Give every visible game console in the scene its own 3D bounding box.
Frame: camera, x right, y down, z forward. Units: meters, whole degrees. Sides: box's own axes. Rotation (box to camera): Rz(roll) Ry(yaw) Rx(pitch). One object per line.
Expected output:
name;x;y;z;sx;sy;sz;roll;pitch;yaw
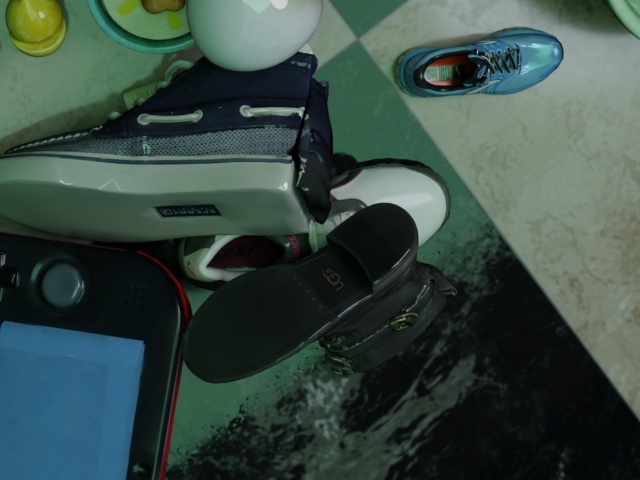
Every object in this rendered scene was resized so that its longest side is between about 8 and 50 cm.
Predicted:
game console;-0.302;0.185;1.632;0.342;0.060;0.386;8;86;10

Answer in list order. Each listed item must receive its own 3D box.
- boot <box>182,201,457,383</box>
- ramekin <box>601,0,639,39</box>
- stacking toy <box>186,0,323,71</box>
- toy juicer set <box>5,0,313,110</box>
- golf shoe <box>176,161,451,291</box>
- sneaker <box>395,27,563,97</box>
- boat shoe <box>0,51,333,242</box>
boot;0.010;0.083;1.662;0.263;0.229;0.091;-30;66;-4
ramekin;0.338;-0.331;1.605;0.303;0.148;0.303;-13;122;-22
stacking toy;0.035;-0.322;1.451;0.351;0.350;0.480;37;118;-12
toy juicer set;-0.175;-0.212;1.613;0.209;0.089;0.329;-38;119;7
golf shoe;0.000;0.000;1.691;0.273;0.120;0.105;-15;100;-5
sneaker;0.157;-0.163;1.701;0.162;0.073;0.063;-12;101;-4
boat shoe;-0.145;-0.093;1.638;0.341;0.127;0.158;2;63;14
